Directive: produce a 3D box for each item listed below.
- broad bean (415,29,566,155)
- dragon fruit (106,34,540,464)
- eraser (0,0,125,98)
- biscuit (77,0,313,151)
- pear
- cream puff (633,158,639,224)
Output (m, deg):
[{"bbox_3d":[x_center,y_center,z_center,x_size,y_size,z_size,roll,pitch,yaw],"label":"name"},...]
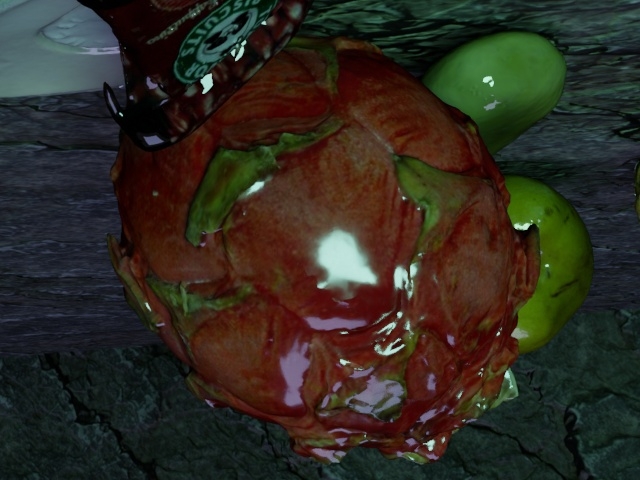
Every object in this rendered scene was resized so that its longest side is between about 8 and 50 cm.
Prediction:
[{"bbox_3d":[0.118,-0.101,1.207,0.124,0.082,0.174,-14,175,-29],"label":"broad bean"},{"bbox_3d":[0.000,0.000,1.105,0.277,0.342,0.277,-42,179,-1],"label":"dragon fruit"},{"bbox_3d":[-0.174,-0.137,0.993,0.243,0.059,0.204,-10,169,23],"label":"eraser"},{"bbox_3d":[-0.062,-0.137,0.872,0.151,0.063,0.235,-34,165,-8],"label":"biscuit"},{"bbox_3d":[0.192,0.023,1.688,0.200,0.200,0.200,-2,171,0],"label":"pear"},{"bbox_3d":[0.347,-0.045,1.472,0.119,0.133,0.104,6,169,10],"label":"cream puff"}]
